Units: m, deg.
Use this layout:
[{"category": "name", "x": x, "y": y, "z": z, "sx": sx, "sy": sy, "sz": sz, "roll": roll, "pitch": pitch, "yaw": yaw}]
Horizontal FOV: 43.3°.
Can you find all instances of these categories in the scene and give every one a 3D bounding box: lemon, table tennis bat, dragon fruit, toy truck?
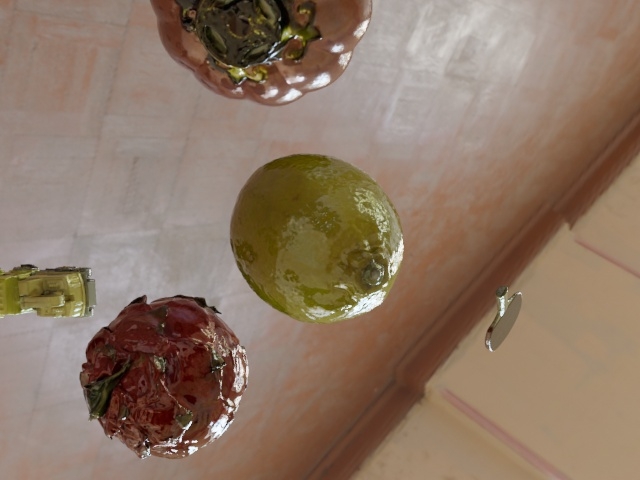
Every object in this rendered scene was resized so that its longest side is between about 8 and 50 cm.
[{"category": "lemon", "x": 0.000, "y": 0.000, "z": 0.878, "sx": 0.184, "sy": 0.248, "sz": 0.184, "roll": -16, "pitch": 120, "yaw": -31}, {"category": "table tennis bat", "x": 0.251, "y": 0.101, "z": 1.101, "sx": 0.087, "sy": 0.013, "sz": 0.156, "roll": -50, "pitch": 151, "yaw": -15}, {"category": "dragon fruit", "x": -0.229, "y": 0.194, "z": 1.221, "sx": 0.298, "sy": 0.245, "sz": 0.244, "roll": -71, "pitch": 176, "yaw": -60}, {"category": "toy truck", "x": -0.670, "y": 0.127, "z": 1.909, "sx": 0.157, "sy": 0.272, "sz": 0.124, "roll": -11, "pitch": 101, "yaw": -65}]

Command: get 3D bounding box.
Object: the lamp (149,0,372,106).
[{"category": "lamp", "x": -0.083, "y": -0.318, "z": 1.067, "sx": 0.239, "sy": 0.306, "sz": 0.305, "roll": -78, "pitch": 179, "yaw": -56}]
